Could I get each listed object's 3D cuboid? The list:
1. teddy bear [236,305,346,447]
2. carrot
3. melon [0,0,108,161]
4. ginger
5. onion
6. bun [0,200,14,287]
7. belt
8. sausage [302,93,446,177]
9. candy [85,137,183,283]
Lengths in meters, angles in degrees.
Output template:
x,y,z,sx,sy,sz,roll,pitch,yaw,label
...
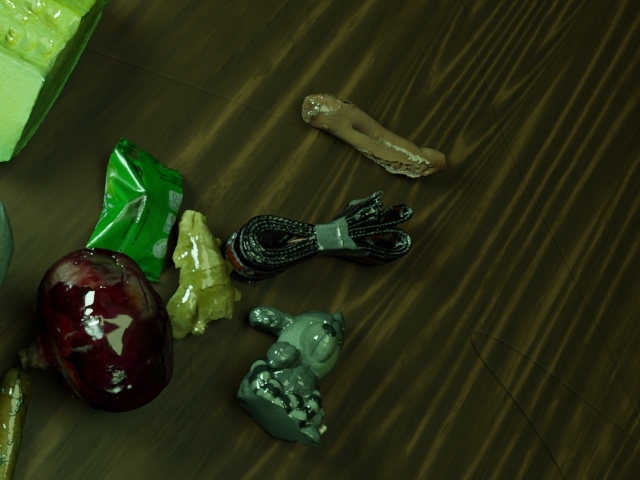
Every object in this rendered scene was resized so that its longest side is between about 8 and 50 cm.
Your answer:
x,y,z,sx,sy,sz,roll,pitch,yaw,label
-0.045,0.186,1.785,0.171,0.144,0.251,25,61,-11,teddy bear
-0.437,0.297,1.552,0.049,0.049,0.254,13,75,-31,carrot
-0.509,-0.323,1.567,0.344,0.226,0.331,30,74,-10,melon
-0.182,0.056,1.761,0.115,0.081,0.205,4,82,-1,ginger
-0.317,0.135,1.567,0.219,0.252,0.252,-26,93,-12,onion
-0.566,-0.004,1.363,0.362,0.362,0.211,28,61,-25,bun
0.000,0.000,1.890,0.360,0.094,0.126,-11,85,-35,belt
0.096,-0.186,2.017,0.304,0.078,0.078,26,65,-25,sausage
-0.282,-0.044,1.724,0.141,0.078,0.203,18,73,-29,candy
